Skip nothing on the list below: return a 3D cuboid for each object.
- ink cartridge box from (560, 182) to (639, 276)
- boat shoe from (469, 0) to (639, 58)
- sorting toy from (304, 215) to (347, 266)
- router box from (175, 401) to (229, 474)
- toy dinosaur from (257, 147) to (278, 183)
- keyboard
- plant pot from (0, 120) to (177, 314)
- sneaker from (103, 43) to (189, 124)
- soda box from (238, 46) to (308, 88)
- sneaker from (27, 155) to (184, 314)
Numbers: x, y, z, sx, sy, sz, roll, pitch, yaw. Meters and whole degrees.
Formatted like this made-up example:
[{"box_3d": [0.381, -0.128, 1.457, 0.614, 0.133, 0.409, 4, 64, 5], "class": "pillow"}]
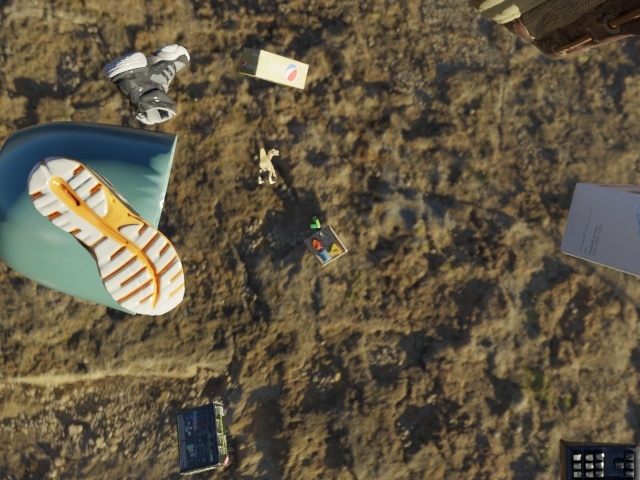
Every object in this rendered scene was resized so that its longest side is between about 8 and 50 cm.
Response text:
[{"box_3d": [0.408, -0.001, 0.738, 0.154, 0.212, 0.093, -2, 106, -41], "class": "ink cartridge box"}, {"box_3d": [0.235, -0.182, 0.410, 0.123, 0.342, 0.123, 40, 77, -18], "class": "boat shoe"}, {"box_3d": [0.000, 0.000, 1.139, 0.083, 0.062, 0.012, 55, 29, -7], "class": "sorting toy"}, {"box_3d": [-0.233, 0.388, 1.285, 0.092, 0.038, 0.122, -19, 64, 18], "class": "router box"}, {"box_3d": [-0.151, -0.198, 1.746, 0.053, 0.183, 0.092, -5, 106, 11], "class": "toy dinosaur"}, {"box_3d": [0.273, 0.289, 0.672, 0.108, 0.023, 0.180, -2, 103, 16], "class": "keyboard"}, {"box_3d": [-0.370, -0.050, 1.014, 0.235, 0.293, 0.293, 12, 60, -13], "class": "plant pot"}, {"box_3d": [-0.365, -0.348, 1.477, 0.153, 0.101, 0.268, 67, 28, -13], "class": "sneaker"}, {"box_3d": [-0.110, -0.411, 1.566, 0.058, 0.061, 0.181, 20, 13, 33], "class": "soda box"}, {"box_3d": [-0.223, -0.009, 0.712, 0.084, 0.083, 0.215, -36, 115, -6], "class": "sneaker"}]
